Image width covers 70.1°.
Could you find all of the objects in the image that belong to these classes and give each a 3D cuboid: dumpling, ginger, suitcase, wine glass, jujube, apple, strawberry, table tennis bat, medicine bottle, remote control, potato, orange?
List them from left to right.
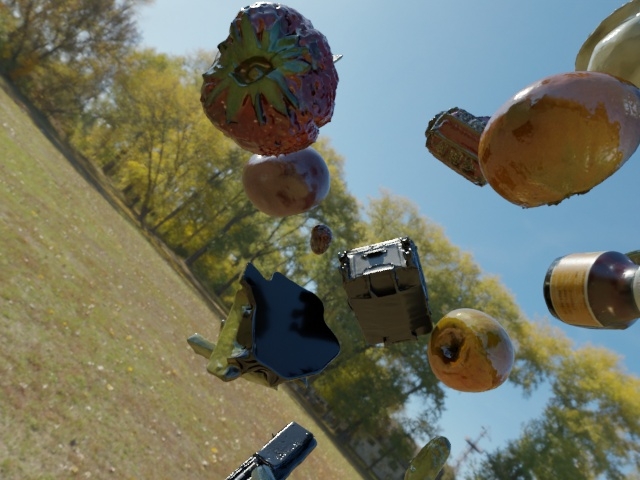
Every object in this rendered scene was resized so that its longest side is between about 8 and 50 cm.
[{"bbox_3d":[-0.164,0.272,1.332,0.413,0.211,0.358,12,52,-46],"label":"ginger"},{"bbox_3d":[-0.164,0.711,1.453,0.145,0.399,0.062,23,-66,26],"label":"remote control"},{"bbox_3d":[-0.104,0.607,1.014,0.074,0.074,0.262,54,-6,-26],"label":"wine glass"},{"bbox_3d":[-0.076,-0.274,0.830,0.238,0.250,0.288,42,7,5],"label":"strawberry"},{"bbox_3d":[-0.120,-0.211,1.612,0.306,0.306,0.235,26,-42,57],"label":"apple"},{"bbox_3d":[0.000,0.000,1.602,0.077,0.077,0.129,41,-37,25],"label":"jujube"},{"bbox_3d":[0.229,0.179,1.589,0.194,0.283,0.434,-90,162,-51],"label":"suitcase"},{"bbox_3d":[0.322,0.666,1.366,0.085,0.188,0.105,37,-3,31],"label":"potato"},{"bbox_3d":[0.533,0.392,1.604,0.275,0.299,0.299,28,-3,-28],"label":"apple"},{"bbox_3d":[0.489,-0.215,0.955,0.310,0.274,0.274,-3,-40,25],"label":"orange"},{"bbox_3d":[0.816,-0.486,1.236,0.341,0.181,0.260,78,-3,-54],"label":"dumpling"},{"bbox_3d":[0.869,0.145,1.298,0.242,0.242,0.395,51,-23,-14],"label":"medicine bottle"},{"bbox_3d":[1.117,0.095,1.522,0.237,0.038,0.149,27,-30,-13],"label":"table tennis bat"}]

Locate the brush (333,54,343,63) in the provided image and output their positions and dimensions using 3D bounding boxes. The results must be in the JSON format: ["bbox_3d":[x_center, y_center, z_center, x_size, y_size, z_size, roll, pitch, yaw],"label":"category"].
[{"bbox_3d":[-0.060,-0.420,1.209,0.103,0.272,0.013,22,-31,47],"label":"brush"}]

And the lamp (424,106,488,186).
[{"bbox_3d":[0.450,-0.286,1.390,0.274,0.177,0.177,40,-15,20],"label":"lamp"}]

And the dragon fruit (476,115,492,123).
[{"bbox_3d":[0.693,-0.449,1.905,0.120,0.161,0.127,46,-45,23],"label":"dragon fruit"}]
